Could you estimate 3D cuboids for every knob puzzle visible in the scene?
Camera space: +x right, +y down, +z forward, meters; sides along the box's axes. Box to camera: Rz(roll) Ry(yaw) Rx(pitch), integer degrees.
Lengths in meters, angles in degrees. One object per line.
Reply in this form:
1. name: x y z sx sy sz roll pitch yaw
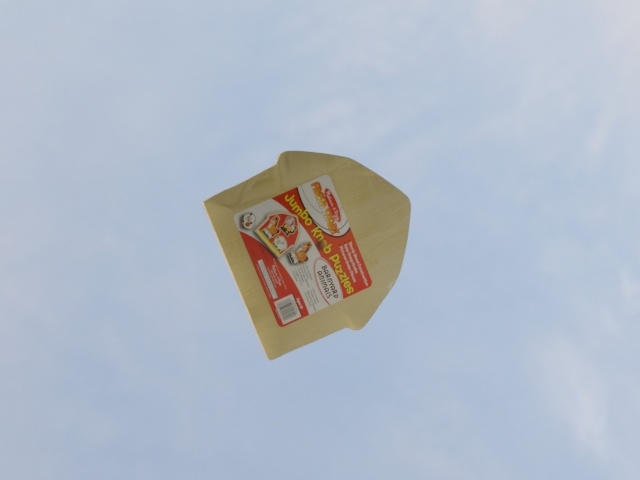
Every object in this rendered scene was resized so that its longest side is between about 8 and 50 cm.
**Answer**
1. knob puzzle: 0.000 0.000 1.417 0.213 0.030 0.213 -1 -87 -15
